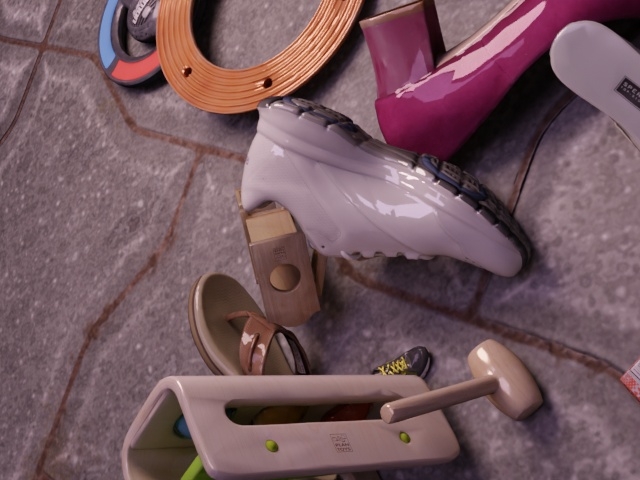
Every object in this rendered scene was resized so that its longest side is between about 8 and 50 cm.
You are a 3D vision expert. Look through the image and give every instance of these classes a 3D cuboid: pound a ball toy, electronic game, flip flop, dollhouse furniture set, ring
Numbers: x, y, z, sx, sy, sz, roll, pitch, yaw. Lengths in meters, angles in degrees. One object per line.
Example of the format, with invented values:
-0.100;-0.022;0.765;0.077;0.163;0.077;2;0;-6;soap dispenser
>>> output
0.011;0.155;0.891;0.208;0.319;0.136;-57;46;32;pound a ball toy
-0.244;-0.329;1.444;0.229;0.048;0.229;-16;65;37;electronic game
-0.050;0.140;1.060;0.080;0.112;0.277;-49;53;27;flip flop
0.000;0.000;1.115;0.160;0.101;0.182;-13;23;-4;dollhouse furniture set
-0.074;-0.313;1.274;0.336;0.032;0.337;-11;69;31;ring

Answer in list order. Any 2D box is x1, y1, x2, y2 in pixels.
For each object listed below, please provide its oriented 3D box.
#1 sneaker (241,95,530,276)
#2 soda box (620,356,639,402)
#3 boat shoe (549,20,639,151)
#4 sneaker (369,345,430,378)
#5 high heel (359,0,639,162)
0.059;-0.033;0.973;0.297;0.111;0.129;26;106;10;sneaker
0.323;0.067;0.785;0.183;0.063;0.058;-53;49;16;soda box
0.290;-0.108;0.849;0.219;0.070;0.078;47;116;9;boat shoe
0.074;0.135;1.003;0.083;0.035;0.031;-44;52;22;sneaker
0.227;-0.174;0.965;0.377;0.127;0.181;-9;107;31;high heel
